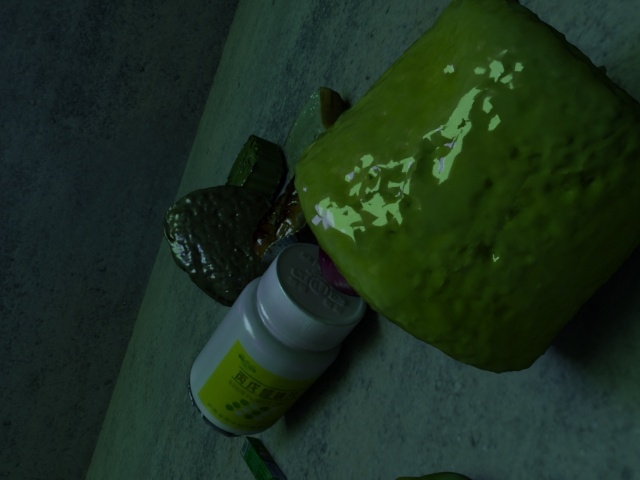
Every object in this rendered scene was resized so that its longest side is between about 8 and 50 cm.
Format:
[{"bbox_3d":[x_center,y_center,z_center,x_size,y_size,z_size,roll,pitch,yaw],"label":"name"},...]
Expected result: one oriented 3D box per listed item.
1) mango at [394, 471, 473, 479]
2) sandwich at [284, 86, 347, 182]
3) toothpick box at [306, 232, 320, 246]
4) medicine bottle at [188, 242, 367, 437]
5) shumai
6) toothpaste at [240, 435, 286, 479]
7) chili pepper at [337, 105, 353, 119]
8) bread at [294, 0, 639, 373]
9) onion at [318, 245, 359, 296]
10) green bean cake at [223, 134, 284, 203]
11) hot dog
[{"bbox_3d":[0.145,0.347,0.726,0.191,0.085,0.122,132,134,-59],"label":"mango"},{"bbox_3d":[-0.012,-0.210,1.396,0.226,0.087,0.251,-51,32,36],"label":"sandwich"},{"bbox_3d":[0.000,0.000,1.218,0.149,0.098,0.099,-24,53,59],"label":"toothpick box"},{"bbox_3d":[-0.087,0.193,1.136,0.379,0.213,0.214,-54,31,36],"label":"medicine bottle"},{"bbox_3d":[-0.225,0.038,1.525,0.330,0.291,0.288,58,158,13],"label":"shumai"},{"bbox_3d":[-0.121,0.465,1.239,0.178,0.037,0.043,20,89,65],"label":"toothpaste"},{"bbox_3d":[0.107,-0.197,1.129,0.270,0.099,0.136,26,109,62],"label":"chili pepper"},{"bbox_3d":[0.171,-0.071,0.647,0.308,0.348,0.348,-55,30,23],"label":"bread"},{"bbox_3d":[0.075,0.009,1.001,0.177,0.153,0.177,-163,90,-72],"label":"onion"},{"bbox_3d":[-0.192,-0.175,1.709,0.214,0.113,0.200,-57,26,28],"label":"green bean cake"},{"bbox_3d":[-0.045,-0.076,1.174,0.162,0.081,0.270,-29,31,54],"label":"hot dog"}]
